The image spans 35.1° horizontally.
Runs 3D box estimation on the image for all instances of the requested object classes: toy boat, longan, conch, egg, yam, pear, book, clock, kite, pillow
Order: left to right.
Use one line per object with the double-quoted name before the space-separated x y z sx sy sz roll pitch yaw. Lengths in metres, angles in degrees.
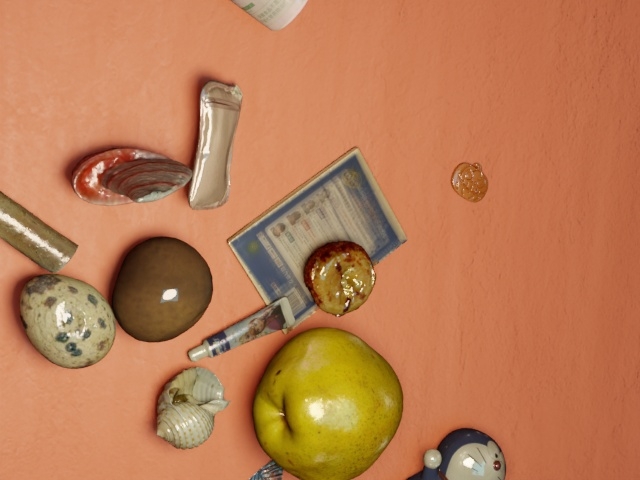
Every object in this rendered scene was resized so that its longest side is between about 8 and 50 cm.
"yam" -0.492 -0.012 1.687 0.169 0.068 0.068 38 81 -25
"egg" -0.426 0.132 1.699 0.141 0.141 0.181 -45 105 -14
"toy boat" -0.291 -0.097 1.652 0.206 0.282 0.096 -7 102 -24
"longan" -0.275 0.087 1.759 0.189 0.189 0.189 -4 99 -25
"conch" -0.244 0.305 1.832 0.135 0.102 0.153 69 26 -11
"pillow" -0.187 -0.168 1.805 0.131 0.038 0.232 -4 104 -64
"kite" -0.094 0.498 1.985 0.160 0.010 0.182 9 90 -23
"book" 0.000 0.000 1.955 0.322 0.018 0.228 -36 112 -17
"pear" 0.017 0.304 1.871 0.294 0.294 0.294 -4 99 -25
"clock" 0.272 0.494 2.089 0.243 0.146 0.199 -37 116 -12

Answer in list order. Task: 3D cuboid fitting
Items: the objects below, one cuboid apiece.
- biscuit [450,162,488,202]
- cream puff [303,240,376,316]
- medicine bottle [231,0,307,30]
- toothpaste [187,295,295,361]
"biscuit" 0.312 -0.123 2.090 0.091 0.015 0.078 29 85 -27
"cream puff" 0.032 0.069 1.924 0.149 0.084 0.149 -6 105 -25
"medicine bottle" -0.149 -0.491 1.749 0.274 0.133 0.133 33 83 -25
"toothpaste" -0.148 0.173 1.893 0.216 0.037 0.062 -24 112 -19
